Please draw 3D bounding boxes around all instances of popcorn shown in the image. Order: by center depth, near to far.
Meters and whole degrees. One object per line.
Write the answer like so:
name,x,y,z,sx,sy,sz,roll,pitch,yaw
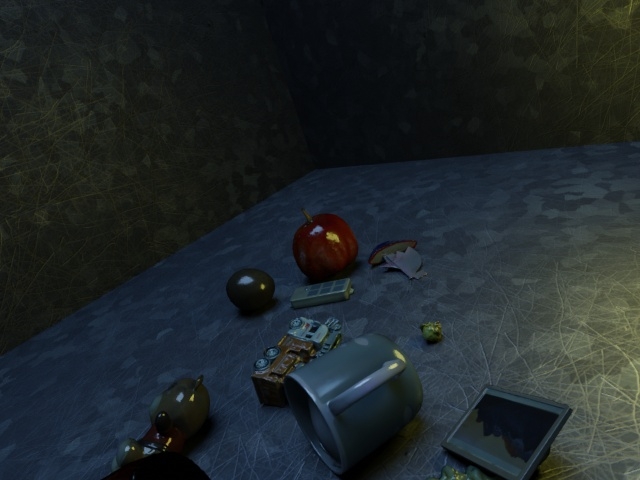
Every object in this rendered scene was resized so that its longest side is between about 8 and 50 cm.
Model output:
popcorn,0.343,0.283,1.561,0.068,0.059,0.083,-30,15,-27

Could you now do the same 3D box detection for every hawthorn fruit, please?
hawthorn fruit,0.000,0.000,2.181,0.287,0.330,0.287,-27,13,7

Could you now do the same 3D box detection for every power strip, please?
power strip,0.001,0.215,2.032,0.271,0.046,0.118,-13,22,17

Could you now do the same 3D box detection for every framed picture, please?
framed picture,0.388,0.403,1.066,0.192,0.018,0.265,-45,8,-18

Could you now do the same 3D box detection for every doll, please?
doll,-0.432,0.539,1.419,0.174,0.235,0.330,29,42,3

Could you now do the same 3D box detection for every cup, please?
cup,0.100,0.361,1.200,0.275,0.259,0.356,-26,-19,-25

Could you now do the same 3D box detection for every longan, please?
longan,-0.298,0.208,2.111,0.213,0.197,0.198,9,33,29

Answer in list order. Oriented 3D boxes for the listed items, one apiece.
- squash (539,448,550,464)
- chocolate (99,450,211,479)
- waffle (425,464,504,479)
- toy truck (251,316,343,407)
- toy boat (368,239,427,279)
squash,0.420,0.419,1.142,0.095,0.094,0.224,-20,14,-4
chocolate,-0.378,0.632,0.940,0.332,0.383,0.383,-30,20,5
waffle,0.289,0.556,0.929,0.310,0.056,0.292,-2,27,36
toy truck,-0.054,0.373,1.578,0.185,0.132,0.338,7,34,30
toy boat,0.349,0.066,2.088,0.219,0.071,0.318,-34,29,-29
